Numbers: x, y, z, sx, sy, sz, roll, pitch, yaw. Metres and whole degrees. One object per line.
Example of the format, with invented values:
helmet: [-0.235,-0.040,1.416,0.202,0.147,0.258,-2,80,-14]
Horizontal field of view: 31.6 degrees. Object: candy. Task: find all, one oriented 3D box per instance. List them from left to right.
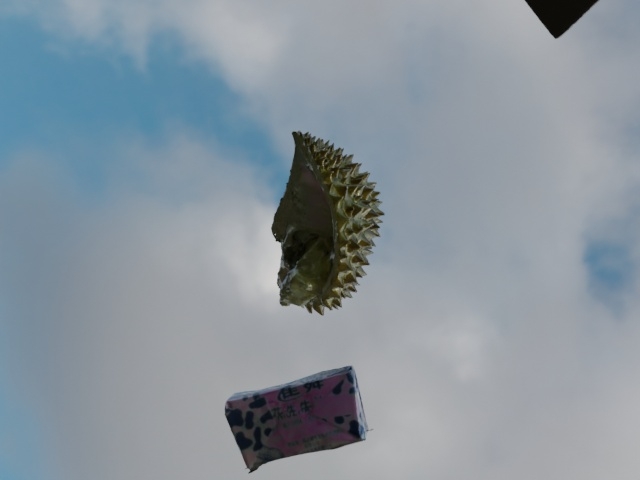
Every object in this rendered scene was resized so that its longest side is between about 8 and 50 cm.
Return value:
candy: [-0.025,0.209,1.330,0.160,0.073,0.092,-15,-92,9]

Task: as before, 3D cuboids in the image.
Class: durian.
durian: [0.000,0.000,1.668,0.166,0.172,0.306,17,-47,2]

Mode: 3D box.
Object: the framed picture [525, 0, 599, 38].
framed picture: [0.271,-0.396,1.188,0.244,0.013,0.324,54,-36,6]
